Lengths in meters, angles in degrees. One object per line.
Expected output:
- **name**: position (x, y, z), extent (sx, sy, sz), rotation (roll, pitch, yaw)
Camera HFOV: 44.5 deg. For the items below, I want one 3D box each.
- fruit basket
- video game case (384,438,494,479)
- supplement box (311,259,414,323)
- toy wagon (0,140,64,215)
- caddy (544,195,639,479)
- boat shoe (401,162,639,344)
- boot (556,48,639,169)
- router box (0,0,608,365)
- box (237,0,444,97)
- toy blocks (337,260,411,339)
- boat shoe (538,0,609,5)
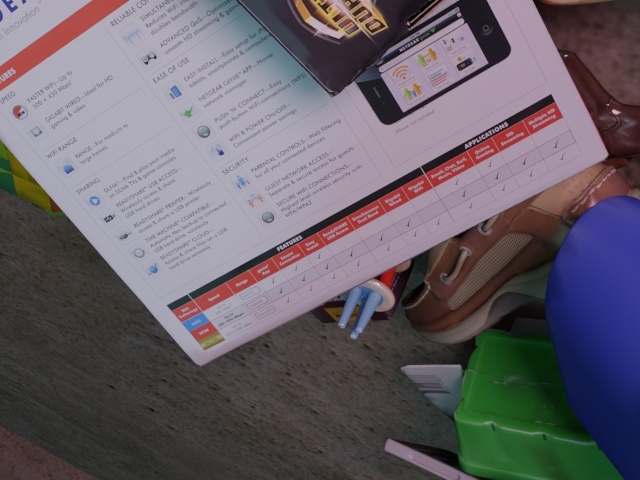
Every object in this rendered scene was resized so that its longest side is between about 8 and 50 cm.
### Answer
- **fruit basket**: position (0.301, 0.218, 0.883), extent (0.327, 0.165, 0.353), rotation (3, 155, 34)
- **video game case**: position (0.175, 0.283, 0.959), extent (0.143, 0.019, 0.157), rotation (15, 173, 40)
- **supplement box**: position (0.000, 0.000, 0.824), extent (0.104, 0.081, 0.188), rotation (-10, 132, 43)
- **toy wagon**: position (-0.332, -0.125, 0.902), extent (0.344, 0.068, 0.267), rotation (25, 147, 4)
- **caddy**: position (0.304, 0.085, 0.530), extent (0.341, 0.241, 0.179), rotation (61, 177, -41)
- **boat shoe**: position (0.154, 0.002, 0.700), extent (0.116, 0.123, 0.324), rotation (49, 150, 2)
- **boot**: position (0.211, -0.108, 0.571), extent (0.114, 0.037, 0.106), rotation (42, 142, -14)
- **router box**: position (-0.031, -0.108, 0.520), extent (0.335, 0.082, 0.301), rotation (-28, 114, 17)
- **box**: position (0.013, -0.263, 0.336), extent (0.293, 0.073, 0.295), rotation (-39, 114, 22)
- **toy blocks**: position (0.039, 0.006, 0.742), extent (0.054, 0.148, 0.123), rotation (-4, 136, 39)
- **boat shoe**: position (0.205, -0.183, 0.376), extent (0.092, 0.103, 0.285), rotation (53, 159, -26)
